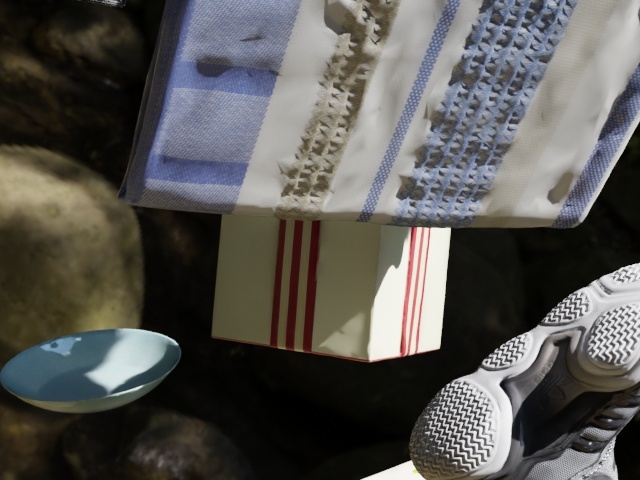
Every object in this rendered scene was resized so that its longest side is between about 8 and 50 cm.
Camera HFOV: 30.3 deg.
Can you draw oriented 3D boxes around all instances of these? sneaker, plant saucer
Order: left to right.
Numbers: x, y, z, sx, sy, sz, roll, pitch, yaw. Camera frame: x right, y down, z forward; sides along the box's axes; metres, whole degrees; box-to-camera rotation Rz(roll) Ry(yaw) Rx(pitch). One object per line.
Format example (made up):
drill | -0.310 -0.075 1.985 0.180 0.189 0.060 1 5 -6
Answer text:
plant saucer | -0.246 0.148 1.280 0.195 0.037 0.195 -3 17 1
sneaker | 0.211 0.132 0.898 0.153 0.269 0.101 50 13 -24

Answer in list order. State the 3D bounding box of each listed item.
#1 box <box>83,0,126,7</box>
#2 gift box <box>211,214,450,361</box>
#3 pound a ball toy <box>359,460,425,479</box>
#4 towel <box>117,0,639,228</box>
box | -0.295 -0.386 1.427 0.045 0.184 0.191 28 17 32
gift box | 0.000 0.000 1.452 0.276 0.258 0.255 7 2 22
pound a ball toy | 0.091 0.364 1.244 0.319 0.208 0.136 -11 21 -37
towel | 0.054 -0.094 0.601 0.285 0.209 0.034 2 39 -23
